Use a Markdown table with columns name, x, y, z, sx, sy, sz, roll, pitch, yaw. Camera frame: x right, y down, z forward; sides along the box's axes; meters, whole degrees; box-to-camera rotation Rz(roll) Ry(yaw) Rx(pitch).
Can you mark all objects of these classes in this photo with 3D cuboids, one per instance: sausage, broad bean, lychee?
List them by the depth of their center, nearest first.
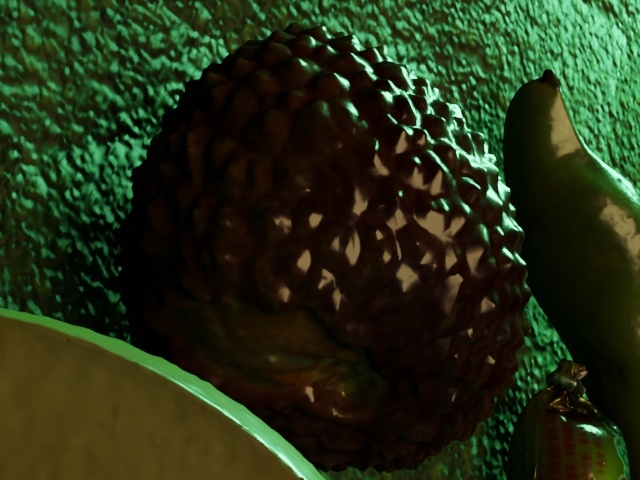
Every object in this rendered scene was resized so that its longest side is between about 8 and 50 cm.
| name | x | y | z | sx | sy | sz | roll | pitch | yaw |
| --- | --- | --- | --- | --- | --- | --- | --- | --- | --- |
| lychee | 0.000 | 0.000 | 0.828 | 0.188 | 0.188 | 0.188 | 12 | 73 | -47 |
| sausage | 0.129 | 0.244 | 0.993 | 0.082 | 0.082 | 0.372 | 21 | 66 | -45 |
| broad bean | 0.164 | 0.059 | 1.069 | 0.067 | 0.075 | 0.325 | -22 | 104 | -28 |

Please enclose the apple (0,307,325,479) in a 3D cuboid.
| name | x | y | z | sx | sy | sz | roll | pitch | yaw |
| --- | --- | --- | --- | --- | --- | --- | --- | --- | --- |
| apple | -0.130 | 0.170 | 0.593 | 0.258 | 0.233 | 0.295 | 46 | 63 | 0 |
